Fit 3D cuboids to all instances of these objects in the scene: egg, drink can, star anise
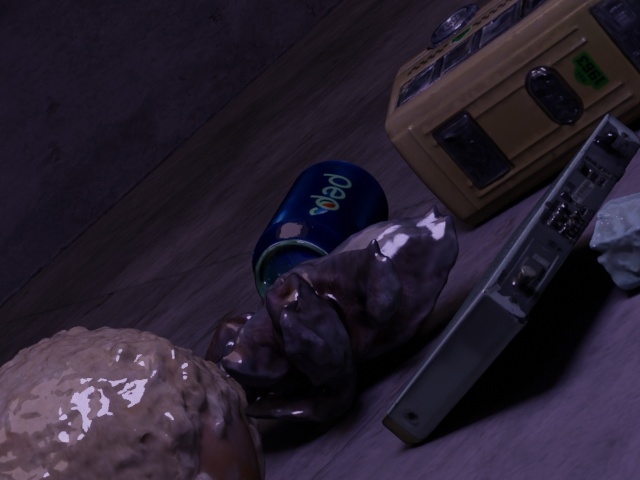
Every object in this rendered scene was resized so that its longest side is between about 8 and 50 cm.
[{"bbox_3d":[-0.175,0.207,1.478,0.310,0.279,0.279,-49,7,24],"label":"egg"},{"bbox_3d":[0.000,0.000,2.070,0.118,0.118,0.205,-32,13,25],"label":"drink can"},{"bbox_3d":[0.004,0.088,1.767,0.316,0.139,0.359,-29,-2,8],"label":"star anise"}]

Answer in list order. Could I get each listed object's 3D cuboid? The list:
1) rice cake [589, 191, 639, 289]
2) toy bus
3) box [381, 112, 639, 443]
[{"bbox_3d":[0.345,-0.055,1.407,0.336,0.063,0.066,-28,18,37],"label":"rice cake"},{"bbox_3d":[0.247,-0.182,1.905,0.365,0.177,0.202,-36,15,28],"label":"toy bus"},{"bbox_3d":[0.160,0.029,1.554,0.270,0.045,0.211,-50,-4,-46],"label":"box"}]
